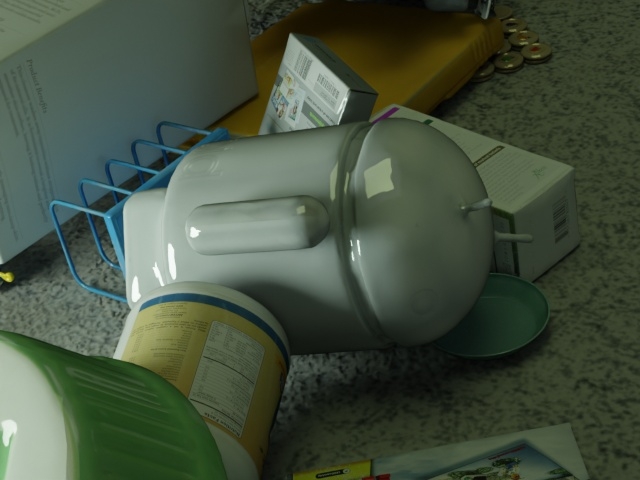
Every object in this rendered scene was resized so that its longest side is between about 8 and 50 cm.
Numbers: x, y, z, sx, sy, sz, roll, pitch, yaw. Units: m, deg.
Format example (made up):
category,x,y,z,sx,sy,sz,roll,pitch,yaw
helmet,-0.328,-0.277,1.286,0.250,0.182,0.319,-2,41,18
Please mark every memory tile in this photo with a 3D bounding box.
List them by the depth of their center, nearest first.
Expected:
category,x,y,z,sx,sy,sz,roll,pitch,yaw
memory tile,0.202,-0.237,1.778,0.113,0.012,0.148,-18,35,-10

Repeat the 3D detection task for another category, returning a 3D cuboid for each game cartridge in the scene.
category,x,y,z,sx,sy,sz,roll,pitch,yaw
game cartridge,0.012,-0.181,1.712,0.285,0.052,0.324,13,40,35

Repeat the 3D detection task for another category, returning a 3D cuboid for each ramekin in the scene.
category,x,y,z,sx,sy,sz,roll,pitch,yaw
ramekin,-0.226,0.207,1.030,0.303,0.148,0.303,-13,62,27

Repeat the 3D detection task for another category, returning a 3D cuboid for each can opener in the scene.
category,x,y,z,sx,sy,sz,roll,pitch,yaw
can opener,0.154,-0.321,1.787,0.095,0.076,0.283,-1,17,-8

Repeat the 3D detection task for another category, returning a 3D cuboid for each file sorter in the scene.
category,x,y,z,sx,sy,sz,roll,pitch,yaw
file sorter,-0.171,-0.030,1.501,0.104,0.118,0.170,16,43,37

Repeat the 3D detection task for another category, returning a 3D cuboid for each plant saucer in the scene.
category,x,y,z,sx,sy,sz,roll,pitch,yaw
plant saucer,0.149,0.074,1.348,0.119,0.021,0.119,-8,36,6

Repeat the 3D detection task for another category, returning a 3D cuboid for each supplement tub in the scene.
category,x,y,z,sx,sy,sz,roll,pitch,yaw
supplement tub,-0.110,0.147,1.199,0.144,0.144,0.199,0,44,15

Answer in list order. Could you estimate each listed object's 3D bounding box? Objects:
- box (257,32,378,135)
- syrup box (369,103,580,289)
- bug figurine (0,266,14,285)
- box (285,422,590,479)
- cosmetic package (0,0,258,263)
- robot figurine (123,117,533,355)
category,x,y,z,sx,sy,sz,roll,pitch,yaw
box,-0.016,-0.095,1.494,0.038,0.186,0.145,7,25,-31
syrup box,0.131,-0.048,1.461,0.096,0.093,0.237,-35,41,-30
bug figurine,-0.451,0.068,1.474,0.216,0.072,0.279,13,36,21
box,0.096,0.226,1.129,0.233,0.044,0.159,-10,35,1
cosmetic package,-0.254,-0.176,1.545,0.156,0.217,0.385,24,46,34
robot figurine,0.000,0.000,1.312,0.354,0.199,0.300,-6,-4,22
